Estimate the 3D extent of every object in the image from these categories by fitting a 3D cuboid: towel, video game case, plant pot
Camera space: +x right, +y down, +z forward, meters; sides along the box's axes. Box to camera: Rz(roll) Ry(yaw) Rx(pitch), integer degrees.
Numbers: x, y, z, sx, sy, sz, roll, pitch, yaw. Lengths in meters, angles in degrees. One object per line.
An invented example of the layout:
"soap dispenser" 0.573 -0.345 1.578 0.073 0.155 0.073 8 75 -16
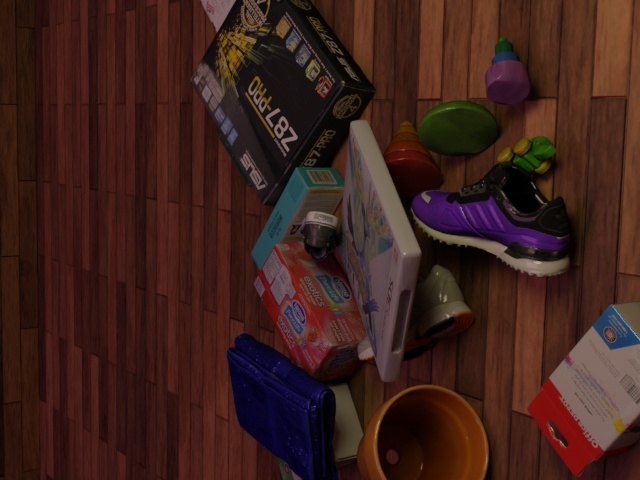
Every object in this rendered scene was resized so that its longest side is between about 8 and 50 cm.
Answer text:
"towel" -0.081 0.330 1.849 0.308 0.076 0.228 26 124 51
"video game case" 0.090 0.016 1.595 0.329 0.036 0.300 -107 15 -45
"plant pot" 0.151 0.362 1.630 0.188 0.205 0.205 137 122 -64

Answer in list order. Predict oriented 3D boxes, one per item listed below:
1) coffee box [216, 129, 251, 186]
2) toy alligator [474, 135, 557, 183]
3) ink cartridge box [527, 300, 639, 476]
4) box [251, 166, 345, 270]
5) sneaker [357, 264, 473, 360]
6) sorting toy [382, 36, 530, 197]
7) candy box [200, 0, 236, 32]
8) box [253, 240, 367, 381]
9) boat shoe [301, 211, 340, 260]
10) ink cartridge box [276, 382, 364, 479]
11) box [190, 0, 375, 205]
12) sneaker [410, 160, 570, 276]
"coffee box" -0.160 -0.218 2.112 0.184 0.040 0.113 57 133 34
"toy alligator" 0.304 -0.123 1.492 0.189 0.056 0.051 -30 24 57
"ink cartridge box" 0.406 0.211 1.352 0.134 0.078 0.231 58 135 34
"box" -0.045 -0.038 1.923 0.060 0.100 0.244 60 136 33
"sneaker" 0.157 0.131 1.684 0.262 0.099 0.121 -34 58 41
"sorting toy" 0.209 -0.210 1.582 0.365 0.127 0.126 -43 37 49
"candy box" -0.183 -0.562 2.089 0.196 0.070 0.165 -54 52 40
"box" -0.012 0.135 1.873 0.257 0.122 0.128 60 138 31
"boat shoe" 0.000 0.000 1.804 0.228 0.080 0.076 118 164 -82
"ink cartridge box" -0.009 0.391 1.922 0.208 0.086 0.153 -41 61 49
"box" -0.089 -0.315 1.938 0.318 0.097 0.395 -54 52 33
"sneaker" 0.265 -0.059 1.484 0.293 0.102 0.146 23 125 42
